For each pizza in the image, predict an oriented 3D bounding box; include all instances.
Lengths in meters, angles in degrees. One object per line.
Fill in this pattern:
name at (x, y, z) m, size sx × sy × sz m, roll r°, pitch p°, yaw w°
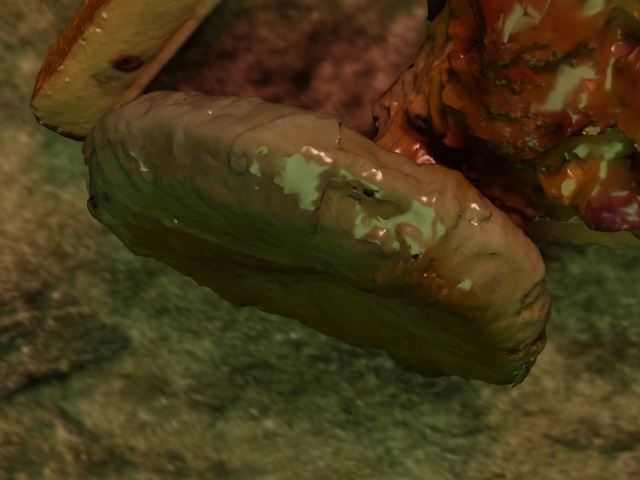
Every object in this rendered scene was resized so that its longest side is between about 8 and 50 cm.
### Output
pizza at (0.185, -0.098, 0.733) m, size 0.408 × 0.114 × 0.278 m, roll -7°, pitch 133°, yaw 26°

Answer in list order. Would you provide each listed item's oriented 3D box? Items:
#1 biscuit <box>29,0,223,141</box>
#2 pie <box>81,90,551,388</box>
biscuit at (-0.101, -0.125, 0.851) m, size 0.056 × 0.052 × 0.188 m, roll 28°, pitch 135°, yaw -21°
pie at (0.000, 0.000, 0.842) m, size 0.306 × 0.071 × 0.306 m, roll 23°, pitch 167°, yaw 5°
